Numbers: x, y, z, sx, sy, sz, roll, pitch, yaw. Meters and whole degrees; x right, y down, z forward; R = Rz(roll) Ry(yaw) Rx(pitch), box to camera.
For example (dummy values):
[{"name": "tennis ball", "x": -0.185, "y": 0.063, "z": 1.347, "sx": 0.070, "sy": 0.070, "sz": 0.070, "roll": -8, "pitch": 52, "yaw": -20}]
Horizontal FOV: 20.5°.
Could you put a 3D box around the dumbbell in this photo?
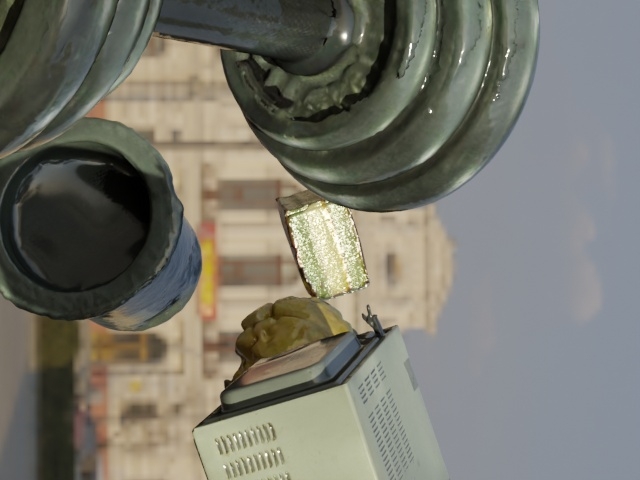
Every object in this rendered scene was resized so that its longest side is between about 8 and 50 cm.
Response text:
[{"name": "dumbbell", "x": -0.055, "y": -0.107, "z": 0.789, "sx": 0.179, "sy": 0.406, "sz": 0.179, "roll": -2, "pitch": -94, "yaw": 38}]

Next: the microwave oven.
[{"name": "microwave oven", "x": 0.003, "y": 0.177, "z": 1.458, "sx": 0.240, "sy": 0.145, "sz": 0.194, "roll": -34, "pitch": 103, "yaw": -75}]

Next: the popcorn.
[{"name": "popcorn", "x": -0.015, "y": 0.137, "z": 1.767, "sx": 0.148, "sy": 0.152, "sz": 0.167, "roll": -17, "pitch": 80, "yaw": -62}]

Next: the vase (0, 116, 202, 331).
[{"name": "vase", "x": -0.262, "y": 0.007, "z": 2.140, "sx": 0.291, "sy": 0.245, "sz": 0.245, "roll": 65, "pitch": 22, "yaw": -75}]

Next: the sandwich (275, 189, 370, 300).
[{"name": "sandwich", "x": 0.000, "y": 0.000, "z": 2.087, "sx": 0.163, "sy": 0.079, "sz": 0.113, "roll": -131, "pitch": -155, "yaw": -80}]
